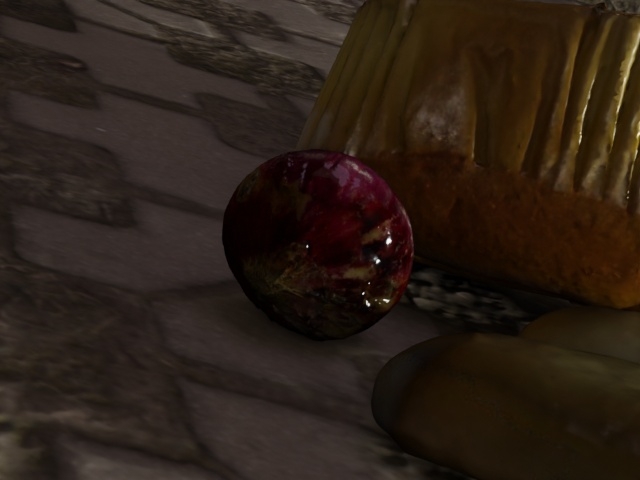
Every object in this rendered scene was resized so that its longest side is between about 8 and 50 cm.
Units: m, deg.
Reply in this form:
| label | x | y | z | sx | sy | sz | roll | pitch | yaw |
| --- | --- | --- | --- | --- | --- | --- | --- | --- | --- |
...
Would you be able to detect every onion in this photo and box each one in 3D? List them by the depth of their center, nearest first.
| label | x | y | z | sx | sy | sz | roll | pitch | yaw |
| --- | --- | --- | --- | --- | --- | --- | --- | --- | --- |
| onion | 0.000 | 0.000 | 0.788 | 0.107 | 0.107 | 0.097 | 18 | 31 | 9 |

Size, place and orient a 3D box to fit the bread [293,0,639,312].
| label | x | y | z | sx | sy | sz | roll | pitch | yaw |
| --- | --- | --- | --- | --- | --- | --- | --- | --- | --- |
| bread | 0.129 | -0.042 | 0.894 | 0.288 | 0.156 | 0.204 | 14 | -11 | 24 |

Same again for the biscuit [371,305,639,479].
| label | x | y | z | sx | sy | sz | roll | pitch | yaw |
| --- | --- | --- | --- | --- | --- | --- | --- | --- | --- |
| biscuit | 0.194 | 0.097 | 0.683 | 0.291 | 0.062 | 0.237 | 21 | 16 | 34 |
